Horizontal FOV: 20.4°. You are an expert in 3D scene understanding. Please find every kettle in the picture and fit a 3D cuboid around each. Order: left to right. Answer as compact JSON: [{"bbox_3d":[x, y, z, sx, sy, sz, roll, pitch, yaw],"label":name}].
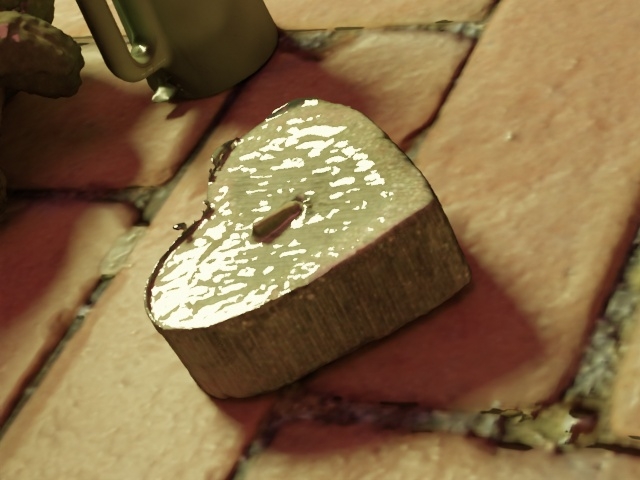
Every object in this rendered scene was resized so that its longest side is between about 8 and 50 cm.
[{"bbox_3d":[-0.109,-0.174,1.194,0.127,0.148,0.098,-33,38,-10],"label":"kettle"}]

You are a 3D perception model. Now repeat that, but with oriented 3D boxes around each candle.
[{"bbox_3d":[0.000,0.000,0.988,0.168,0.068,0.192,-1,44,33],"label":"candle"}]

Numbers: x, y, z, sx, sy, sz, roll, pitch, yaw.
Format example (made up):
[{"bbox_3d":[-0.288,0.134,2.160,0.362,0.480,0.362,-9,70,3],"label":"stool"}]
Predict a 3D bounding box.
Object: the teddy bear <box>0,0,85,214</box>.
[{"bbox_3d":[-0.273,-0.121,1.215,0.236,0.151,0.267,-8,41,18],"label":"teddy bear"}]
